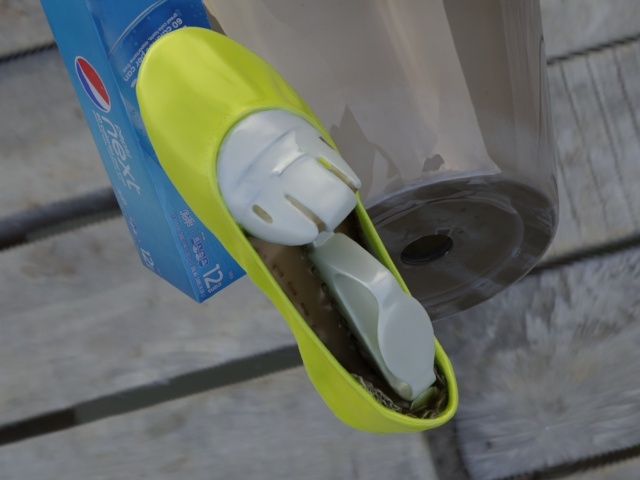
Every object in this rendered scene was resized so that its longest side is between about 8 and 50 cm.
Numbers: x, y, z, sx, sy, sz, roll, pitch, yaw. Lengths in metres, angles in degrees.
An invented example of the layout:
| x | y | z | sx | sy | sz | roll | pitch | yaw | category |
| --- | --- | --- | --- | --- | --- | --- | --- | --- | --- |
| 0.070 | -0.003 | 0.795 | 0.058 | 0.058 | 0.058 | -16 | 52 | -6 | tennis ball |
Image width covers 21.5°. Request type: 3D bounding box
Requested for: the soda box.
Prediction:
| x | y | z | sx | sy | sz | roll | pitch | yaw | category |
| --- | --- | --- | --- | --- | --- | --- | --- | --- | --- |
| -0.091 | -0.072 | 0.967 | 0.067 | 0.210 | 0.071 | -33 | 36 | -21 | soda box |

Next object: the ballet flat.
| x | y | z | sx | sy | sz | roll | pitch | yaw | category |
| --- | --- | --- | --- | --- | --- | --- | --- | --- | --- |
| 0.000 | 0.000 | 0.780 | 0.077 | 0.077 | 0.231 | -39 | 115 | -19 | ballet flat |

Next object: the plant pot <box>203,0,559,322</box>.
| x | y | z | sx | sy | sz | roll | pitch | yaw | category |
| --- | --- | --- | --- | --- | --- | --- | --- | --- | --- |
| 0.039 | -0.098 | 1.225 | 0.323 | 0.323 | 0.280 | -20 | 59 | 5 | plant pot |
